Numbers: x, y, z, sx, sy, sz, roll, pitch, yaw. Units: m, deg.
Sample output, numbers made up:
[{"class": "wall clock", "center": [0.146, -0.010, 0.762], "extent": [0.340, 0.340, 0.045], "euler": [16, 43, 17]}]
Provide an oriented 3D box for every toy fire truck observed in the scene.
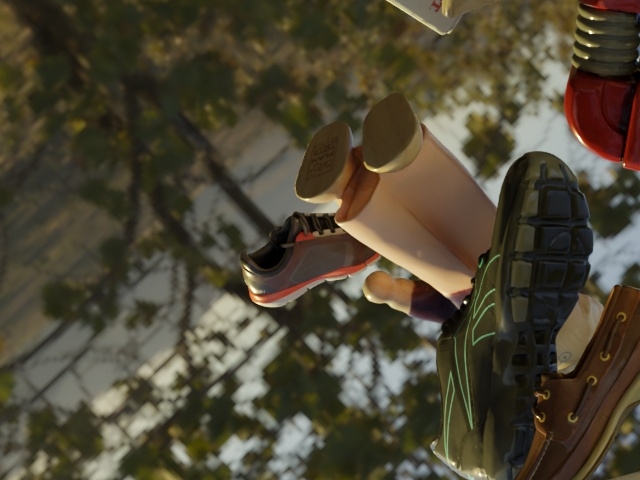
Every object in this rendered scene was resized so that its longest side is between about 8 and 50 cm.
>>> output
[{"class": "toy fire truck", "center": [0.228, -0.170, 1.288], "extent": [0.158, 0.246, 0.217], "euler": [-61, 158, -63]}]

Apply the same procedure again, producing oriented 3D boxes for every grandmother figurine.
[{"class": "grandmother figurine", "center": [0.127, 0.021, 1.312], "extent": [0.208, 0.342, 0.104], "euler": [-16, -133, 42]}]

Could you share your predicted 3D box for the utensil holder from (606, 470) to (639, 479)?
[{"class": "utensil holder", "center": [0.373, 0.420, 1.465], "extent": [0.328, 0.385, 0.327], "euler": [-15, 180, 0]}]

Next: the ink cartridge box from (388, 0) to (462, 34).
[{"class": "ink cartridge box", "center": [0.070, -0.312, 1.477], "extent": [0.153, 0.208, 0.087], "euler": [-56, -170, 14]}]

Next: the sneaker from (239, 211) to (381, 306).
[{"class": "sneaker", "center": [0.000, 0.000, 1.397], "extent": [0.158, 0.065, 0.061], "euler": [-31, -142, -3]}]

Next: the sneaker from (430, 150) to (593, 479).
[{"class": "sneaker", "center": [0.135, 0.062, 1.212], "extent": [0.101, 0.267, 0.106], "euler": [4, -175, -43]}]

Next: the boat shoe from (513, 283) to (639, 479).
[{"class": "boat shoe", "center": [0.162, 0.107, 1.005], "extent": [0.178, 0.060, 0.064], "euler": [-54, 179, 4]}]
